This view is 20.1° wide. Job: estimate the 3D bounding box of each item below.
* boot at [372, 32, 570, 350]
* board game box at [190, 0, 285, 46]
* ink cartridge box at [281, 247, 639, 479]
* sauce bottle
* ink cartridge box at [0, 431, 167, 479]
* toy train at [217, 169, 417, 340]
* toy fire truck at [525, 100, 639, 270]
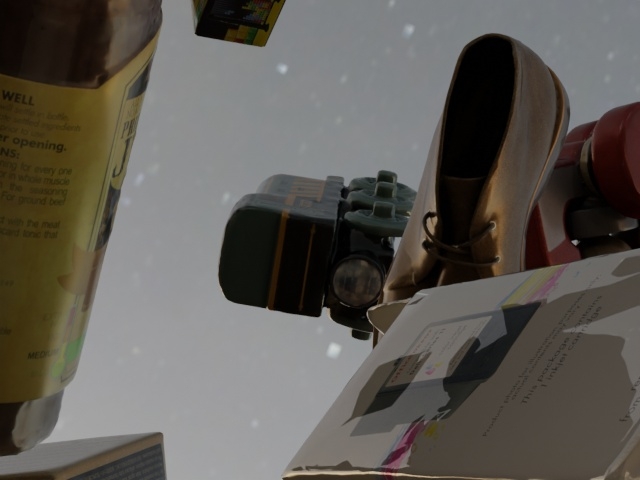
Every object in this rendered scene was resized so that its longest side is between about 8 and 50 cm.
[{"bbox_3d":[0.088,0.009,1.202,0.112,0.305,0.115,10,-9,18],"label":"boot"},{"bbox_3d":[-0.033,-0.220,1.029,0.048,0.141,0.170,7,-42,-20],"label":"board game box"},{"bbox_3d":[0.123,0.118,0.744,0.207,0.119,0.353,42,-19,-12],"label":"ink cartridge box"},{"bbox_3d":[-0.130,-0.073,0.793,0.111,0.111,0.344,19,-69,5],"label":"sauce bottle"},{"bbox_3d":[-0.240,0.193,1.221,0.234,0.088,0.193,-9,-1,16],"label":"ink cartridge box"},{"bbox_3d":[0.000,0.000,1.847,0.190,0.334,0.142,11,-78,0],"label":"toy train"},{"bbox_3d":[0.287,0.009,1.633,0.169,0.302,0.254,-14,-91,45],"label":"toy fire truck"}]
